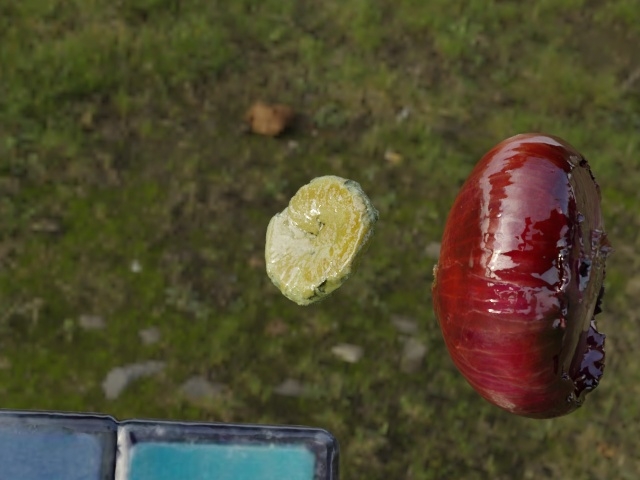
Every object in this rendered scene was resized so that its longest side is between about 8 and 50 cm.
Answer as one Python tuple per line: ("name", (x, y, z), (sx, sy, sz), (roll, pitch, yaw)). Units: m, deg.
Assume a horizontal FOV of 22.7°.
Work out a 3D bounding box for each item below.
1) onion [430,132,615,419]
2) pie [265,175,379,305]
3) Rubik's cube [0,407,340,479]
("onion", (0.177, 0.032, 1.371), (0.161, 0.248, 0.248), (-6, 34, 2))
("pie", (0.000, 0.000, 0.982), (0.020, 0.084, 0.084), (29, 13, -47))
("Rubik's cube", (-0.153, 0.291, 1.177), (0.316, 0.313, 0.318), (3, 78, -5))
